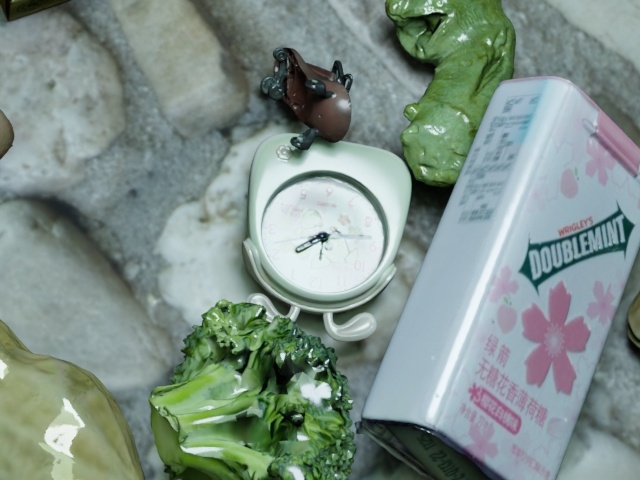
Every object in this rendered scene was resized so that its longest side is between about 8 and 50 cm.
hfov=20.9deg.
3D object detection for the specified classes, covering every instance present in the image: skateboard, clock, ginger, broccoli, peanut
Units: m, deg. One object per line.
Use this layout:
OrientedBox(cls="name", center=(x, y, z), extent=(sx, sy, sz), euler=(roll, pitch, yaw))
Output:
OrientedBox(cls="skateboard", center=(-0.002, -0.142, 1.634), extent=(0.080, 0.067, 0.151), euler=(4, 27, -22))
OrientedBox(cls="clock", center=(0.000, 0.000, 1.609), extent=(0.152, 0.062, 0.191), euler=(11, 70, -5))
OrientedBox(cls="ginger", center=(0.125, -0.182, 1.673), extent=(0.137, 0.089, 0.289), euler=(14, 65, -40))
OrientedBox(cls="broccoli", center=(-0.059, 0.163, 1.473), extent=(0.176, 0.198, 0.226), euler=(-26, 88, -49))
OrientedBox(cls="peanut", center=(-0.266, 0.153, 1.471), extent=(0.313, 0.152, 0.152), euler=(40, 70, 9))

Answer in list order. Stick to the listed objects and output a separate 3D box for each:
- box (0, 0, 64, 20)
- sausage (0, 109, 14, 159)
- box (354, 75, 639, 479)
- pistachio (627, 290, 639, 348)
OrientedBox(cls="box", center=(-0.221, -0.325, 1.687), extent=(0.240, 0.071, 0.159), euler=(-23, 78, -15))
OrientedBox(cls="sausage", center=(-0.396, -0.038, 1.533), extent=(0.123, 0.123, 0.253), euler=(37, 70, 6))
OrientedBox(cls="box", center=(0.175, 0.054, 1.559), extent=(0.190, 0.112, 0.369), euler=(39, 65, -33))
OrientedBox(cls="pistachio", center=(0.375, 0.052, 1.625), extent=(0.185, 0.108, 0.126), euler=(-27, 50, -9))
